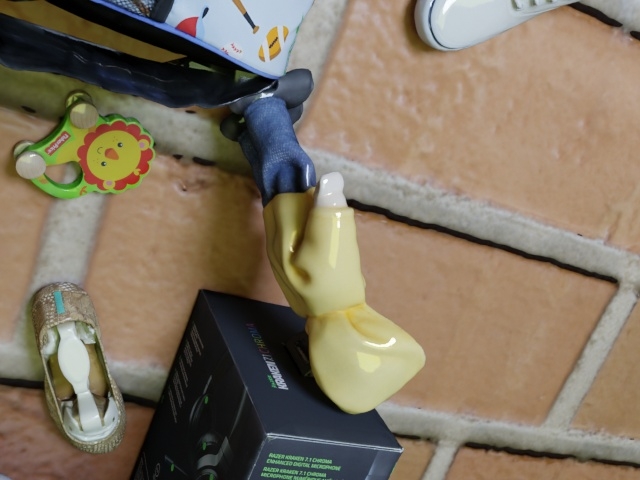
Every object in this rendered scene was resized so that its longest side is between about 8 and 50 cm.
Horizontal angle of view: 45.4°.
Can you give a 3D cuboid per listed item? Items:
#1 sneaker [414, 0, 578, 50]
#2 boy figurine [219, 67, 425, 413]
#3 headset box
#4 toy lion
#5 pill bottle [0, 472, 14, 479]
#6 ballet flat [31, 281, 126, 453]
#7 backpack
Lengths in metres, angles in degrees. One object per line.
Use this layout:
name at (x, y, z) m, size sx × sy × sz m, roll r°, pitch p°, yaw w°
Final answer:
sneaker at (0.209, -0.252, 0.706) m, size 0.258 × 0.091 × 0.094 m, roll -31°, pitch 121°, yaw -6°
boy figurine at (0.000, 0.000, 0.638) m, size 0.092 × 0.177 × 0.285 m, roll -20°, pitch 76°, yaw -17°
headset box at (-0.070, 0.214, 0.727) m, size 0.131 × 0.246 × 0.283 m, roll 14°, pitch 107°, yaw -26°
toy lion at (-0.200, -0.074, 0.669) m, size 0.100 × 0.034 × 0.096 m, roll -42°, pitch 129°, yaw 2°
pill bottle at (-0.393, 0.315, 0.657) m, size 0.407 × 0.229 × 0.229 m, roll 8°, pitch 110°, yaw -25°
ballet flat at (-0.231, 0.140, 0.732) m, size 0.073 × 0.067 × 0.206 m, roll -17°, pitch 119°, yaw -14°
backpack at (-0.123, -0.219, 0.513) m, size 0.263 × 0.276 × 0.213 m, roll 25°, pitch 105°, yaw -42°
